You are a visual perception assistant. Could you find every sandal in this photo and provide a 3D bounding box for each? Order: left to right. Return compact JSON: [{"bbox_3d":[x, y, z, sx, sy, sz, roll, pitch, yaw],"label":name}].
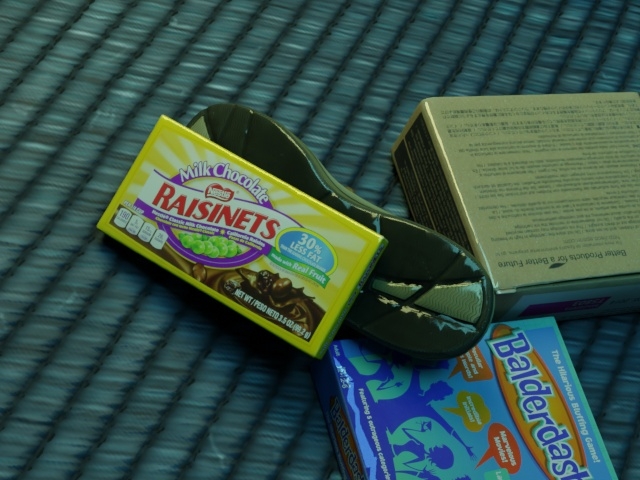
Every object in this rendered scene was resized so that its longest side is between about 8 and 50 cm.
[{"bbox_3d":[0.000,0.002,0.988,0.303,0.086,0.120,35,90,17],"label":"sandal"}]

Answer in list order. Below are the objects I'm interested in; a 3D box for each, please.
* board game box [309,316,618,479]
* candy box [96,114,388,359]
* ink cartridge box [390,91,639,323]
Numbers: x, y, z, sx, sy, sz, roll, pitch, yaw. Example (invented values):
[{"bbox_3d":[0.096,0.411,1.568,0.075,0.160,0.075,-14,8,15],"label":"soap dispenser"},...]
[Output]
[{"bbox_3d":[0.113,0.147,0.967,0.210,0.047,0.160,-5,61,-25],"label":"board game box"},{"bbox_3d":[-0.062,-0.005,0.945,0.206,0.027,0.105,29,85,16],"label":"candy box"},{"bbox_3d":[0.202,-0.029,1.090,0.235,0.088,0.193,-4,62,-24],"label":"ink cartridge box"}]
